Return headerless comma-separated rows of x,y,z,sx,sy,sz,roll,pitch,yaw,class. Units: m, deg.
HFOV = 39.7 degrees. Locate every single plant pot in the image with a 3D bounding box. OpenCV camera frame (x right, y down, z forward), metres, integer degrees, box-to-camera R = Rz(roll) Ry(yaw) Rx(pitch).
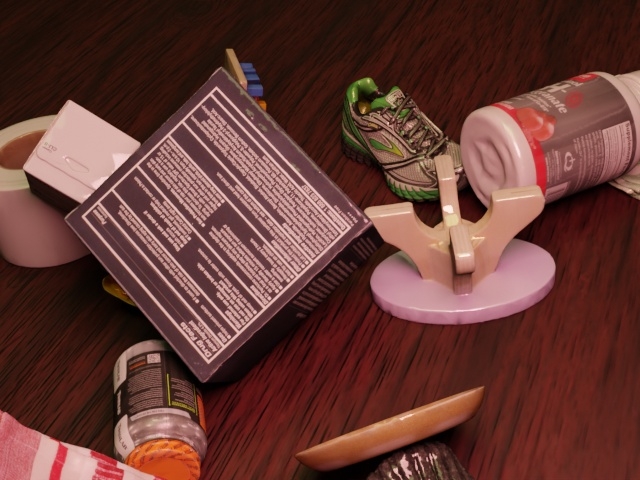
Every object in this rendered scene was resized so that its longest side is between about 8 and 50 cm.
0.085,0.223,1.034,0.236,0.236,0.032,-19,79,-12,plant pot

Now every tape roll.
-0.484,-0.092,1.575,0.246,0.169,0.246,-7,37,5,tape roll

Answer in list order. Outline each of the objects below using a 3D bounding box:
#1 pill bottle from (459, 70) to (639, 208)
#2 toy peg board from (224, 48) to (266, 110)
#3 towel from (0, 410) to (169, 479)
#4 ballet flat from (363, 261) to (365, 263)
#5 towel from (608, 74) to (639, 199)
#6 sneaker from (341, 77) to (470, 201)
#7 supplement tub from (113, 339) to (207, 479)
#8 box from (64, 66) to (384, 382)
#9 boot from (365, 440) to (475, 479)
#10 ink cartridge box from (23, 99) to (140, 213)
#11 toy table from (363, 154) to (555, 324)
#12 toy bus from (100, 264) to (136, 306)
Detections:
0.398,-0.166,1.411,0.318,0.176,0.176,-20,38,-18,pill bottle
-0.142,-0.273,1.755,0.079,0.161,0.161,-3,35,-17,toy peg board
-0.205,0.318,0.893,0.037,0.329,0.237,-46,32,21,towel
0.000,0.000,1.443,0.173,0.049,0.057,11,41,25,ballet flat
0.549,-0.193,1.584,0.247,0.038,0.325,-21,38,-16,towel
0.144,-0.180,1.567,0.134,0.146,0.343,-30,43,-25,sneaker
-0.207,0.228,1.137,0.116,0.117,0.190,-13,36,-4,supplement tub
-0.123,-0.013,1.202,0.294,0.183,0.296,-43,77,1,box
0.077,0.367,0.874,0.347,0.131,0.260,-21,44,-32,boot
-0.364,-0.111,1.365,0.128,0.176,0.127,31,77,-9,ink cartridge box
0.203,0.005,1.302,0.274,0.161,0.252,-14,37,-4,toy table
-0.236,-0.014,1.429,0.149,0.220,0.211,21,12,6,toy bus
